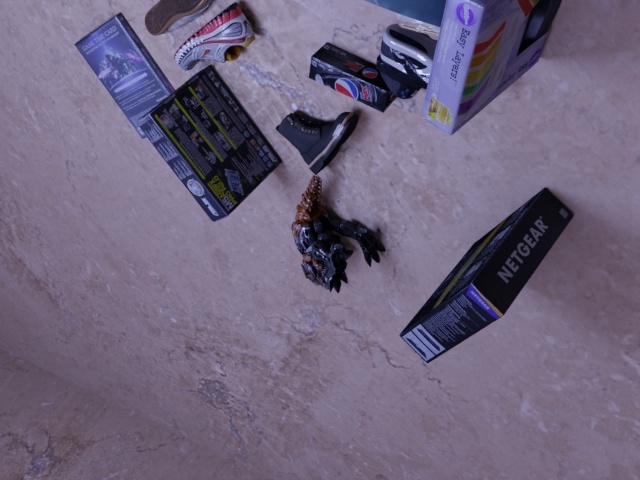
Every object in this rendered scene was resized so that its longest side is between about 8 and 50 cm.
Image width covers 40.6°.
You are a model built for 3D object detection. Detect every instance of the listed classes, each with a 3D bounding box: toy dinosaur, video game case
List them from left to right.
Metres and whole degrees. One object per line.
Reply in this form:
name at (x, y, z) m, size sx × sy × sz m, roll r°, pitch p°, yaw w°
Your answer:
video game case at (-0.442, -0.378, 2.029) m, size 0.196 × 0.026 × 0.274 m, roll -13°, pitch 117°, yaw 46°
toy dinosaur at (0.000, 0.000, 1.934) m, size 0.218 × 0.164 × 0.322 m, roll 34°, pitch 167°, yaw 35°

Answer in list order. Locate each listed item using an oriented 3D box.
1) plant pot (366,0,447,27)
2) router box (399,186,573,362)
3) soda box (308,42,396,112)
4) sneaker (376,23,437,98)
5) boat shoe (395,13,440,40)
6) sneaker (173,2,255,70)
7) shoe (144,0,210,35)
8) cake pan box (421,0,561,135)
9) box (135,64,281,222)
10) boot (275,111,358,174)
plant pot at (0.128, -0.459, 1.296) m, size 0.290 × 0.290 × 0.195 m, roll 29°, pitch 113°, yaw 15°
router box at (0.306, 0.064, 1.594) m, size 0.081 × 0.309 × 0.243 m, roll 44°, pitch 143°, yaw 1°
soda box at (0.064, -0.308, 1.637) m, size 0.169 × 0.060 × 0.053 m, roll 28°, pitch 141°, yaw 16°
sneaker at (0.197, -0.287, 1.541) m, size 0.217 × 0.079 × 0.121 m, roll 37°, pitch 146°, yaw 18°
boat shoe at (0.202, -0.370, 1.465) m, size 0.170 × 0.063 × 0.059 m, roll 26°, pitch 146°, yaw 28°
sneaker at (-0.220, -0.394, 1.773) m, size 0.225 × 0.088 × 0.092 m, roll -19°, pitch 114°, yaw 49°
shoe at (-0.279, -0.486, 1.768) m, size 0.219 × 0.058 × 0.076 m, roll -19°, pitch 94°, yaw 44°
cake pan box at (0.267, -0.318, 1.290) m, size 0.070 × 0.267 × 0.245 m, roll 38°, pitch 146°, yaw 20°
box at (-0.233, -0.210, 1.859) m, size 0.060 × 0.216 × 0.270 m, roll -18°, pitch 115°, yaw 49°
boot at (-0.015, -0.232, 1.775) m, size 0.137 × 0.077 × 0.198 m, roll 45°, pitch 141°, yaw 3°
